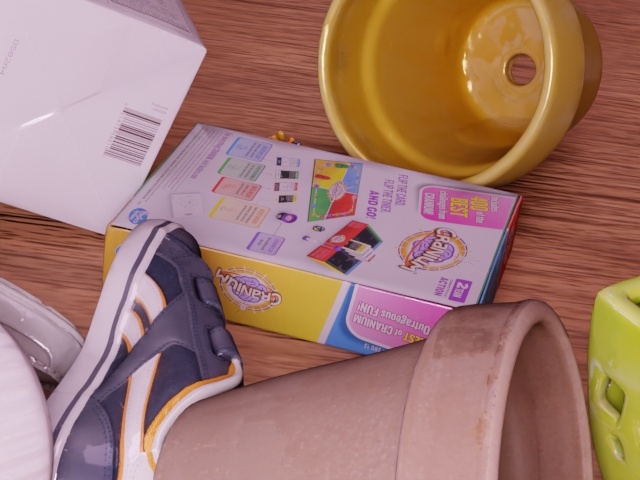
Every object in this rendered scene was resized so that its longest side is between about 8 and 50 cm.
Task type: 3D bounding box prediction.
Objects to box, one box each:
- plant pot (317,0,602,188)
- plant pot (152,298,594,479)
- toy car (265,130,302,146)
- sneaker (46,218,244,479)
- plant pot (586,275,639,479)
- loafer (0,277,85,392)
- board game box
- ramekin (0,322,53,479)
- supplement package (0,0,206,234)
[{"bbox_3d":[0.163,-0.173,1.692,0.254,0.254,0.239,24,15,27],"label":"plant pot"},{"bbox_3d":[0.027,0.167,1.013,0.229,0.263,0.263,-1,24,20],"label":"plant pot"},{"bbox_3d":[-0.037,-0.070,1.656,0.040,0.060,0.122,-25,11,-8],"label":"toy car"},{"bbox_3d":[-0.108,0.104,1.199,0.127,0.126,0.321,8,36,7],"label":"sneaker"},{"bbox_3d":[0.314,0.150,1.131,0.228,0.207,0.227,-12,33,-32],"label":"plant pot"},{"bbox_3d":[-0.327,0.062,1.257,0.319,0.112,0.111,15,64,12],"label":"loafer"},{"bbox_3d":[0.000,0.000,1.483,0.316,0.064,0.242,14,28,10],"label":"board game box"},{"bbox_3d":[-0.257,0.125,1.039,0.207,0.207,0.109,28,25,33],"label":"ramekin"},{"bbox_3d":[-0.252,-0.171,1.541,0.198,0.199,0.263,19,21,-25],"label":"supplement package"}]
